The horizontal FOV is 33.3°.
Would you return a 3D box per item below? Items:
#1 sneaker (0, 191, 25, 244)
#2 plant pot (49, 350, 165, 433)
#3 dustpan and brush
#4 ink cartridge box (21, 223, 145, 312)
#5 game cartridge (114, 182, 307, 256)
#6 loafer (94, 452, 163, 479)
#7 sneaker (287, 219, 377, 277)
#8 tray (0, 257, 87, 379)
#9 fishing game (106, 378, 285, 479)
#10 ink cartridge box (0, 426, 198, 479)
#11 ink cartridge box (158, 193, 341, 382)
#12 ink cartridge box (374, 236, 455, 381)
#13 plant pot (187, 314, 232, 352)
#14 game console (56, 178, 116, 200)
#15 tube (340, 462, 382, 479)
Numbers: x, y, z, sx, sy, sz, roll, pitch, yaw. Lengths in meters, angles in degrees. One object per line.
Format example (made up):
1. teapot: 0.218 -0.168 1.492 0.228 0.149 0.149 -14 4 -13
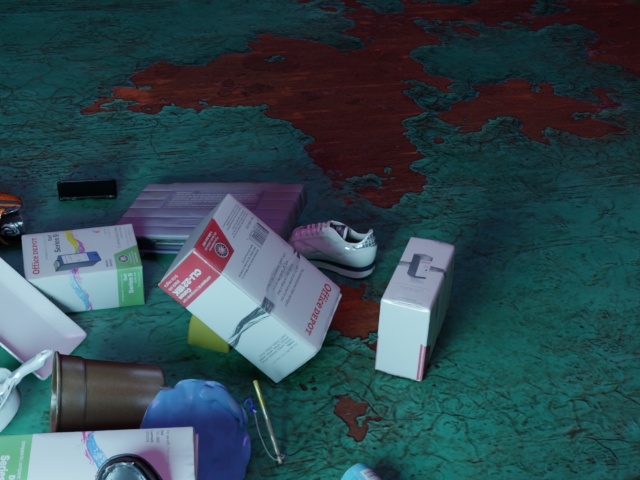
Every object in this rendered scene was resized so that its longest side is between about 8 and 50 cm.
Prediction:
1. sneaker: -0.666 -0.019 2.053 0.180 0.124 0.321 4 33 2
2. plant pot: -0.327 0.255 1.645 0.165 0.167 0.167 3 32 -17
3. dustpan and brush: -0.492 0.234 1.651 0.211 0.060 0.147 -28 36 2
4. ink cartridge box: -0.443 0.055 1.993 0.212 0.093 0.154 -7 35 -13
5. game cartridge: -0.222 -0.044 2.160 0.355 0.068 0.230 1 27 16
6. loafer: -0.208 0.409 1.284 0.109 0.302 0.095 -12 -2 -6
7. sneaker: 0.000 0.000 2.125 0.235 0.095 0.090 9 35 13
8. tray: -0.541 0.118 1.832 0.270 0.030 0.145 42 36 -4
9. fishing game: -0.191 0.301 1.608 0.264 0.189 0.041 -19 -5 -33
10. ink cartridge box: -0.301 0.363 1.424 0.278 0.201 0.117 -1 33 -8
11. ink cartridge box: -0.114 0.082 1.846 0.273 0.114 0.197 40 33 -10
12. ink cartridge box: 0.170 0.117 1.899 0.092 0.158 0.218 13 33 15
13. plant pot: -0.185 0.136 1.901 0.081 0.083 0.081 12 33 13
14. game console: -0.498 -0.125 2.285 0.122 0.071 0.107 -3 33 -11
15. tube: 0.111 0.407 1.548 0.080 0.052 0.207 -24 47 -30
